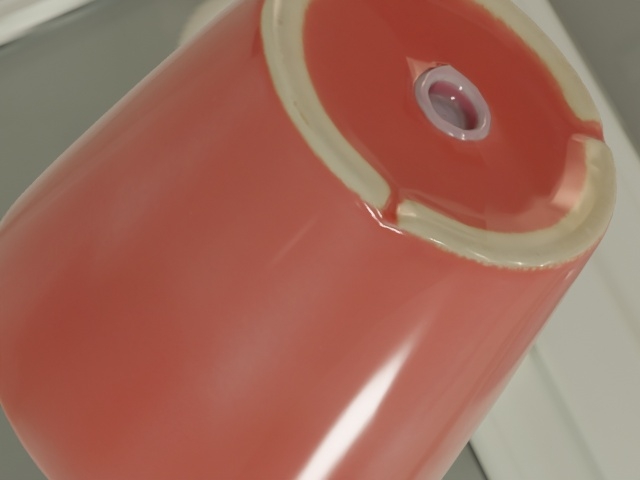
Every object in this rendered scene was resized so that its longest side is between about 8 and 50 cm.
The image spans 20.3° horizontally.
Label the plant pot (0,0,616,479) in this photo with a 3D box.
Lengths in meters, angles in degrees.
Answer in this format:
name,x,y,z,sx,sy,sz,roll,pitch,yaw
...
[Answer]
name,x,y,z,sx,sy,sz,roll,pitch,yaw
plant pot,0.000,0.000,0.892,0.275,0.275,0.243,-4,148,-40
